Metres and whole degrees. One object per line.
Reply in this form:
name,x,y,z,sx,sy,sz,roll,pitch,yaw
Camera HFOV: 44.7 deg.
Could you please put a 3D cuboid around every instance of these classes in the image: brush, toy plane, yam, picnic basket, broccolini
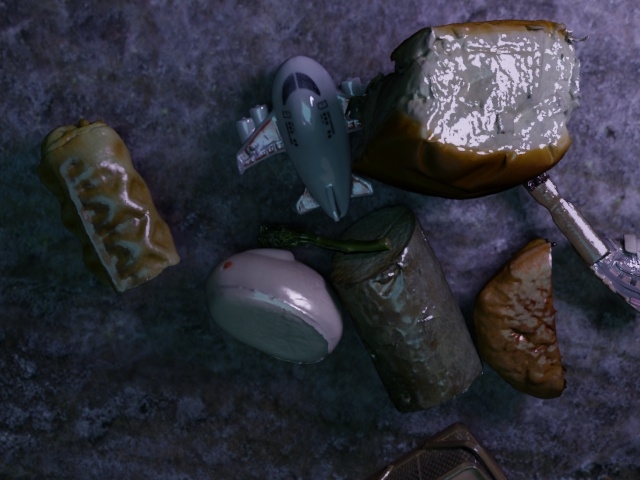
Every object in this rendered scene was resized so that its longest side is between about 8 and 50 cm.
brush,0.341,-0.068,1.170,0.043,0.036,0.248,-39,80,15
toy plane,-0.006,-0.152,1.170,0.252,0.118,0.252,1,103,3
yam,0.132,0.113,1.212,0.168,0.168,0.304,-24,104,10
picnic basket,0.193,0.449,1.308,0.266,0.139,0.165,-37,100,12
broccolini,0.000,0.000,1.191,0.239,0.051,0.054,6,136,34

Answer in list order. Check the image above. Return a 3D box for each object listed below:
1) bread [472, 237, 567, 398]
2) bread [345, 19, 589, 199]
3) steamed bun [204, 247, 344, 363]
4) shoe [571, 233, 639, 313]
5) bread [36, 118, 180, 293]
bread,0.304,0.123,1.219,0.134,0.129,0.260,-4,103,6
bread,0.181,-0.167,1.045,0.279,0.250,0.225,0,88,-18
steamed bun,-0.068,0.093,1.222,0.228,0.131,0.177,27,143,-11
shoe,0.474,0.037,1.201,0.180,0.089,0.092,40,105,-10
bread,-0.336,-0.058,1.213,0.152,0.130,0.268,-22,102,14
